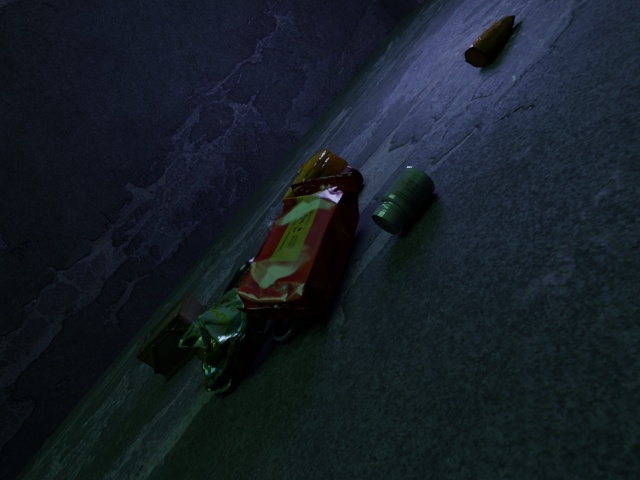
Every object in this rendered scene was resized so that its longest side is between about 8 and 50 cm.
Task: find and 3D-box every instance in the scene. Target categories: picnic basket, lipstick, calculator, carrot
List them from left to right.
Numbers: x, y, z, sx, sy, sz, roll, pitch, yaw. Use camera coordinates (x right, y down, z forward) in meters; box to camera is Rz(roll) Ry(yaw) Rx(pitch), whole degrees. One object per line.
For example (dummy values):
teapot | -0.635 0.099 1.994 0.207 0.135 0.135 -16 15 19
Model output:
picnic basket | -0.498 0.332 1.599 0.266 0.139 0.165 -45 17 13
calculator | -0.224 0.131 1.311 0.268 0.040 0.177 -54 -8 26
lipstick | 0.038 -0.110 1.343 0.241 0.080 0.080 -56 18 -22
carrot | 0.483 -0.561 1.266 0.205 0.072 0.072 -46 16 -15

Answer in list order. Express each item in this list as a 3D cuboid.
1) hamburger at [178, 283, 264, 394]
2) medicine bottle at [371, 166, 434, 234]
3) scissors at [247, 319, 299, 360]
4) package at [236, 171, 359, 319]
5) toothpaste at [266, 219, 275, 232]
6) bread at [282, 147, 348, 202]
hamburger | -0.251 0.221 1.118 0.276 0.150 0.260 -61 21 2
medicine bottle | 0.170 -0.081 0.950 0.130 0.080 0.080 -53 17 -10
scissors | -0.108 0.115 1.183 0.256 0.029 0.383 -33 34 42
package | -0.035 0.013 1.078 0.196 0.123 0.423 -7 42 27
toothpaste | -0.105 -0.060 1.647 0.266 0.061 0.096 -9 40 54
bread | -0.010 -0.174 1.487 0.195 0.142 0.270 -32 21 49
